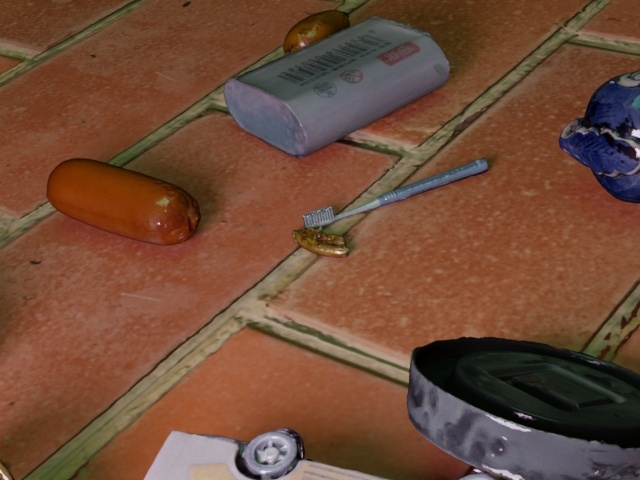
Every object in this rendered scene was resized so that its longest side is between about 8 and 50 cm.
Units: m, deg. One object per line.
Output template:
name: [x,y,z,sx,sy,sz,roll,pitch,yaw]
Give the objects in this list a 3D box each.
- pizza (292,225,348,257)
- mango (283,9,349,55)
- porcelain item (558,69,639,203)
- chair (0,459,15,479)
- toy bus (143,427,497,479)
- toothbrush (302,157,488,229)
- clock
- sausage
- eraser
pizza: [0.000,0.000,1.286,0.037,0.016,0.083,-28,35,-36]
mango: [-0.002,-0.269,1.645,0.077,0.063,0.127,-13,22,37]
porcelain item: [0.380,-0.142,1.303,0.288,0.138,0.186,-25,26,-24]
chair: [-0.281,0.216,0.866,0.172,0.159,0.247,-1,12,18]
toy bus: [0.029,0.228,0.871,0.342,0.097,0.138,8,44,23]
toothbrush: [0.083,-0.052,1.341,0.219,0.019,0.016,-18,29,-12]
clock: [0.174,0.130,0.936,0.225,0.049,0.226,11,11,-2]
sausage: [-0.214,-0.042,1.352,0.197,0.076,0.076,15,41,31]
eraser: [0.019,-0.194,1.516,0.227,0.081,0.174,-29,34,-26]
